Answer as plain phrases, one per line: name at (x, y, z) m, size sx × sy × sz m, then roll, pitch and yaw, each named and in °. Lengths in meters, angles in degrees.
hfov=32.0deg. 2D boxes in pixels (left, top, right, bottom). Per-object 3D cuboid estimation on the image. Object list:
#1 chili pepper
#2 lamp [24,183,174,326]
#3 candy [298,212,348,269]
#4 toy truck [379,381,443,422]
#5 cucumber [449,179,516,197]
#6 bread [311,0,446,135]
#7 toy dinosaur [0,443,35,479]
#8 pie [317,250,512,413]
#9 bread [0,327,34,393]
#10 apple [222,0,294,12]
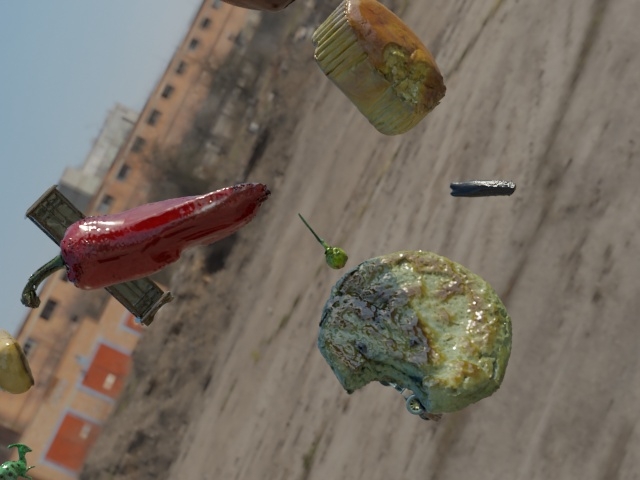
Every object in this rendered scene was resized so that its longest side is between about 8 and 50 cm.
chili pepper at (-0.253, -0.003, 1.598) m, size 0.110 × 0.387 × 0.110 m, roll 163°, pitch 90°, yaw -88°
lamp at (-0.439, 0.032, 2.210) m, size 0.089 × 0.325 × 0.090 m, roll -49°, pitch 12°, yaw -14°
candy at (0.000, 0.000, 1.865) m, size 0.035 × 0.123 × 0.035 m, roll -44°, pitch 17°, yaw -7°
toy truck at (0.174, 0.251, 2.305) m, size 0.140 × 0.256 × 0.108 m, roll -51°, pitch -26°, yaw -1°
cucumber at (0.311, -0.101, 2.144) m, size 0.034 × 0.134 × 0.033 m, roll 46°, pitch -132°, yaw -61°
bread at (0.107, -0.315, 1.977) m, size 0.133 × 0.250 × 0.179 m, roll -37°, pitch -1°, yaw 34°
toy dinosaur at (-0.375, 0.273, 1.333) m, size 0.021 × 0.083 × 0.062 m, roll -12°, pitch 71°, yaw 41°
pie at (0.140, 0.129, 1.621) m, size 0.302 × 0.302 × 0.067 m, roll -71°, pitch -10°, yaw -45°
bread at (-0.425, 0.164, 1.486) m, size 0.056 × 0.082 × 0.115 m, roll -23°, pitch 21°, yaw -24°
apple at (-0.105, -0.442, 1.630) m, size 0.234 × 0.234 × 0.234 m, roll -62°, pitch 7°, yaw 14°
